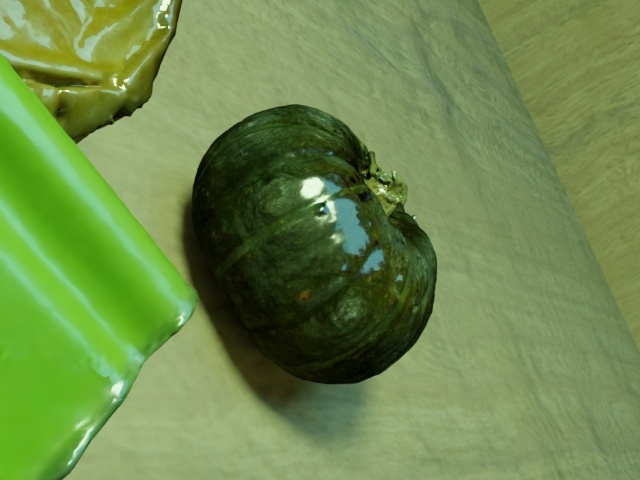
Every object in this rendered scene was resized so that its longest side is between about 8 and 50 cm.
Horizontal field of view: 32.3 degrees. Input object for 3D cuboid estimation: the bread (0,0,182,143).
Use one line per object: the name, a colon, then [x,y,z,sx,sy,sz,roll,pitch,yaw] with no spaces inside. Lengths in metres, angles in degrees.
bread: [-0.201,-0.149,0.550,0.253,0.142,0.227,27,64,-39]

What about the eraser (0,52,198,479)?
eraser: [-0.198,-0.008,0.387,0.210,0.092,0.274,-49,112,-24]

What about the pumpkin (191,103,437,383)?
pumpkin: [0.000,0.000,0.840,0.223,0.157,0.223,52,13,-17]
